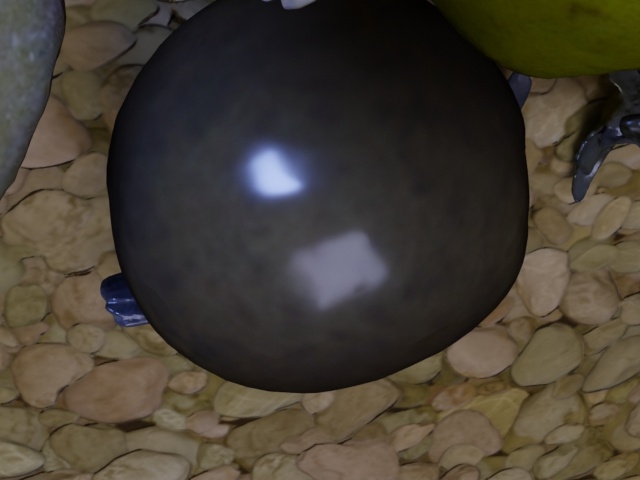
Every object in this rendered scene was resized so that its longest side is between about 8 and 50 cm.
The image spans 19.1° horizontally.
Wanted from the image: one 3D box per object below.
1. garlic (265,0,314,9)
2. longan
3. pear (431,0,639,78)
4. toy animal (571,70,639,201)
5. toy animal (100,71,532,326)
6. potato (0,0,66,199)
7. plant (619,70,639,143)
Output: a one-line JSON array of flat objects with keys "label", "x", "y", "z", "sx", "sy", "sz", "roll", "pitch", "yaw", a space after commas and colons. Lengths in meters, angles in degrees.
[{"label": "garlic", "x": 0.032, "y": -0.250, "z": 0.896, "sx": 0.249, "sy": 0.313, "sz": 0.286, "roll": 25, "pitch": 136, "yaw": 8}, {"label": "longan", "x": 0.000, "y": -0.039, "z": 1.306, "sx": 0.297, "sy": 0.297, "sz": 0.297, "roll": -10, "pitch": 139, "yaw": -9}, {"label": "pear", "x": 0.185, "y": -0.273, "z": 1.128, "sx": 0.287, "sy": 0.287, "sz": 0.375, "roll": -1, "pitch": 117, "yaw": -19}, {"label": "toy animal", "x": 0.258, "y": -0.097, "z": 1.478, "sx": 0.155, "sy": 0.095, "sz": 0.219, "roll": -7, "pitch": 139, "yaw": -6}, {"label": "toy animal", "x": 0.028, "y": 0.014, "z": 1.516, "sx": 0.367, "sy": 0.081, "sz": 0.206, "roll": -28, "pitch": 134, "yaw": 3}, {"label": "potato", "x": -0.391, "y": -0.171, "z": 1.030, "sx": 0.385, "sy": 0.319, "sz": 0.442, "roll": -48, "pitch": 138, "yaw": -28}, {"label": "plant", "x": 0.378, "y": -0.110, "z": 1.361, "sx": 0.333, "sy": 0.251, "sz": 0.180, "roll": -2, "pitch": 128, "yaw": -44}]
